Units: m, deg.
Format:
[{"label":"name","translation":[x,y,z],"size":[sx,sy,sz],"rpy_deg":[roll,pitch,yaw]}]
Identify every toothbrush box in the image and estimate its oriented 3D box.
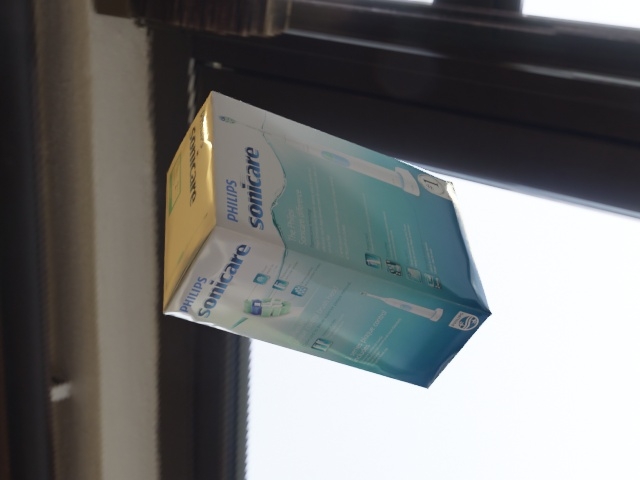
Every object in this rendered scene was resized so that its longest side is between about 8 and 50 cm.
[{"label":"toothbrush box","translation":[0.000,0.000,1.083],"size":[0.295,0.216,0.126],"rpy_deg":[19,-53,-23]}]
